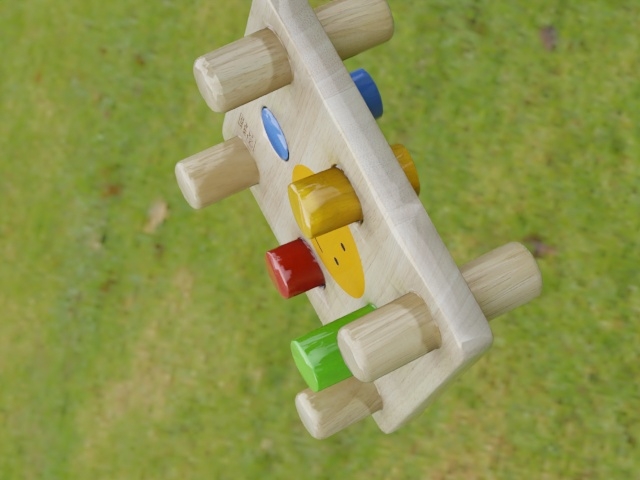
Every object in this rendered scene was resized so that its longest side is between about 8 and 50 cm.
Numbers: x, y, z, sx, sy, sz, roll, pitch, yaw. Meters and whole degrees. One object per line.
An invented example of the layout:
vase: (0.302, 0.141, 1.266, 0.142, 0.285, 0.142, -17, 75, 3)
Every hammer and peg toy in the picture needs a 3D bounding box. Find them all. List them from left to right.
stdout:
hammer and peg toy: (0.000, 0.000, 1.065, 0.266, 0.127, 0.361, 62, 164, 11)
